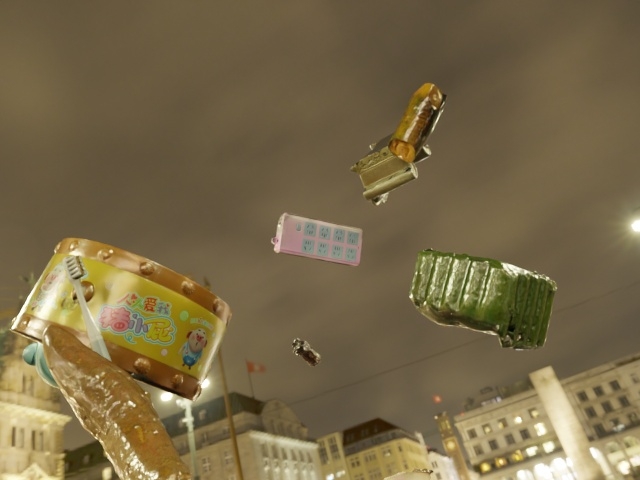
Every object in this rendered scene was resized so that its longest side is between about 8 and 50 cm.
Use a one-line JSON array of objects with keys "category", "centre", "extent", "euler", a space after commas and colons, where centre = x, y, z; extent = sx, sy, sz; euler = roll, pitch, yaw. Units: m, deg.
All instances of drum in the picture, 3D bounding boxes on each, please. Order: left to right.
[{"category": "drum", "centre": [-0.420, 0.181, 1.148], "extent": [0.430, 0.214, 0.431], "euler": [18, -20, 7]}]

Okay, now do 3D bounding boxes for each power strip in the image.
[{"category": "power strip", "centre": [0.000, 0.000, 1.444], "extent": [0.278, 0.109, 0.037], "euler": [11, -8, -29]}]

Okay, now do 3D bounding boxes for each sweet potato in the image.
[{"category": "sweet potato", "centre": [-0.282, 0.239, 0.728], "extent": [0.092, 0.341, 0.114], "euler": [-40, -34, -24]}]

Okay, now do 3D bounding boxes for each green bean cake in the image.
[{"category": "green bean cake", "centre": [0.446, 0.162, 1.456], "extent": [0.335, 0.218, 0.319], "euler": [18, -4, -40]}]

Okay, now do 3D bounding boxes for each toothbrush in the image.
[{"category": "toothbrush", "centre": [-0.363, 0.184, 0.868], "extent": [0.030, 0.343, 0.025], "euler": [-22, -6, 22]}]

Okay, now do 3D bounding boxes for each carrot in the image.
[{"category": "carrot", "centre": [0.219, -0.267, 1.176], "extent": [0.173, 0.082, 0.082], "euler": [-62, -35, -7]}]

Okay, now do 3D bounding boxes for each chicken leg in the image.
[{"category": "chicken leg", "centre": [-0.052, 0.456, 2.099], "extent": [0.063, 0.105, 0.234], "euler": [-41, -39, -4]}]

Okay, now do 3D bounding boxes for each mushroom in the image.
[{"category": "mushroom", "centre": [0.237, 0.774, 1.444], "extent": [0.162, 0.173, 0.236], "euler": [-3, -56, 20]}]

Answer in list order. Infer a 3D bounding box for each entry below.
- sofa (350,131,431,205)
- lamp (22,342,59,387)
[{"category": "sofa", "centre": [0.246, -0.235, 1.667], "extent": [0.200, 0.182, 0.258], "euler": [-25, 15, 32]}, {"category": "lamp", "centre": [-0.762, 0.377, 1.647], "extent": [0.284, 0.209, 0.147], "euler": [34, -30, -2]}]
